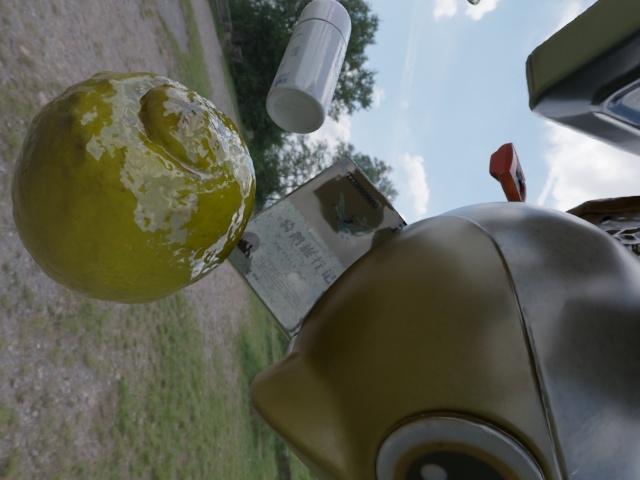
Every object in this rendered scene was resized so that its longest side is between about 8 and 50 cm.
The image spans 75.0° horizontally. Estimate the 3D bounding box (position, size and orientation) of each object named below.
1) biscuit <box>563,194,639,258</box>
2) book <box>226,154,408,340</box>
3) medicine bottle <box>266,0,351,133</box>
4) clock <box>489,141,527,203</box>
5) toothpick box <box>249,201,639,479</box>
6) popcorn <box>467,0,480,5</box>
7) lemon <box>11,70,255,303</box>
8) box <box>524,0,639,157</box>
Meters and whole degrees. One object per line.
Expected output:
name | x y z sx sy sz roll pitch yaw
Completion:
biscuit | 0.561 0.013 0.736 0.359 0.360 0.046 101 2 -71
book | 0.000 0.000 0.761 0.216 0.310 0.021 51 -19 9
medicine bottle | -0.015 -0.405 0.934 0.130 0.131 0.340 94 8 -61
clock | 0.503 -0.164 1.111 0.155 0.061 0.113 46 49 -36
toothpick box | 0.173 0.184 0.520 0.408 0.426 0.408 52 -15 20
popcorn | 0.274 -0.534 0.692 0.256 0.195 0.254 42 -18 23
lemon | -0.227 -0.051 0.532 0.316 0.286 0.285 104 -21 -55
box | 0.484 -0.211 0.450 0.373 0.368 0.090 -34 -129 58
